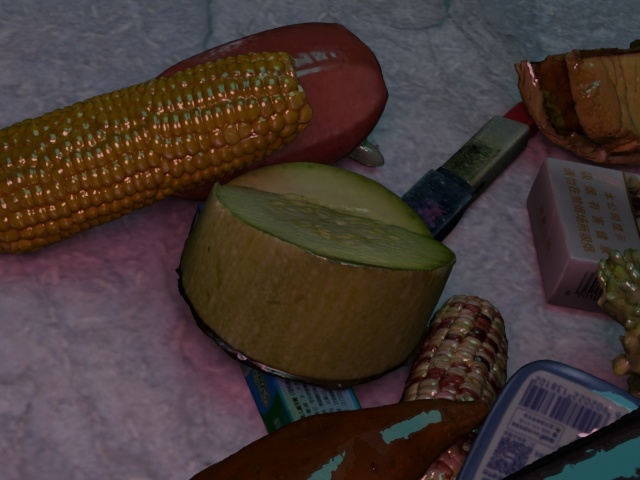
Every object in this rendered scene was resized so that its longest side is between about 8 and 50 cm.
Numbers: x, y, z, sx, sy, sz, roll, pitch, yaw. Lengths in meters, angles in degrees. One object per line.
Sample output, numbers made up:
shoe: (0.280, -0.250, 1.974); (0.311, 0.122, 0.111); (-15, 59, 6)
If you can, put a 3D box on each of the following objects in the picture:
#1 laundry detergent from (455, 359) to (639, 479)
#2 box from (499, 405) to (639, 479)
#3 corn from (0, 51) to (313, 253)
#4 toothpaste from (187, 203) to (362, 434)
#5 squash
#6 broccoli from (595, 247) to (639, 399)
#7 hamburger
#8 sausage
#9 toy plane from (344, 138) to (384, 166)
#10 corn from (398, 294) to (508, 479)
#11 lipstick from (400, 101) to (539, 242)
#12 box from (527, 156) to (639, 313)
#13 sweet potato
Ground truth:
laundry detergent: (0.137, 0.232, 1.082); (0.143, 0.094, 0.290); (28, 74, 16)
box: (0.284, 0.266, 0.998); (0.350, 0.091, 0.359); (-23, 89, -12)
corn: (-0.154, -0.071, 1.251); (0.305, 0.106, 0.106); (-18, 45, 8)
toothpaste: (-0.039, 0.075, 1.275); (0.065, 0.050, 0.267); (-4, 47, -26)
squash: (0.000, 0.001, 1.242); (0.220, 0.133, 0.220); (10, 37, -8)
broccoli: (0.364, 0.133, 1.220); (0.277, 0.318, 0.338); (-4, 15, 10)
hamburger: (0.315, -0.141, 1.587); (0.262, 0.124, 0.131); (-8, 92, -37)
sausage: (-0.053, -0.117, 1.395); (0.254, 0.148, 0.148); (-16, 52, -20)
toy plane: (0.026, -0.096, 1.494); (0.083, 0.033, 0.080); (26, 36, 6)
corn: (0.106, 0.131, 1.248); (0.086, 0.086, 0.253); (21, 41, 1)
lipstick: (0.142, -0.066, 1.495); (0.051, 0.051, 0.312); (34, 42, 12)
box: (0.322, 0.009, 1.474); (0.233, 0.067, 0.149); (10, 43, -12)
sweet potato: (-0.036, 0.196, 1.102); (0.359, 0.112, 0.112); (-26, 56, -14)
